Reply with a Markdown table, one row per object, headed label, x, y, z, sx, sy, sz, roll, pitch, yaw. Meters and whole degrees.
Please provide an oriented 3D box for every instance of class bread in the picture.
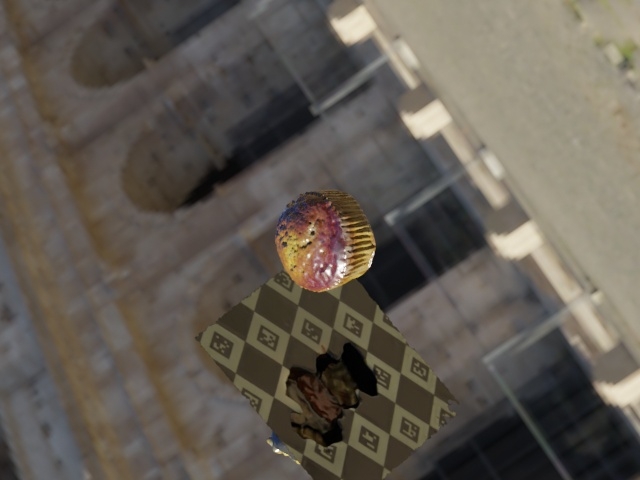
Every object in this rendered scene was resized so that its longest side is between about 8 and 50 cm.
| label | x | y | z | sx | sy | sz | roll | pitch | yaw |
| --- | --- | --- | --- | --- | --- | --- | --- | --- | --- |
| bread | 0.000 | 0.000 | 1.262 | 0.053 | 0.085 | 0.085 | -13 | -117 | -48 |

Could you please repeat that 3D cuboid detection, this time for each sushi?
| label | x | y | z | sx | sy | sz | roll | pitch | yaw |
| --- | --- | --- | --- | --- | --- | --- | --- | --- | --- |
| sushi | 0.003 | 0.158 | 1.742 | 0.264 | 0.050 | 0.290 | 49 | -143 | 5 |
